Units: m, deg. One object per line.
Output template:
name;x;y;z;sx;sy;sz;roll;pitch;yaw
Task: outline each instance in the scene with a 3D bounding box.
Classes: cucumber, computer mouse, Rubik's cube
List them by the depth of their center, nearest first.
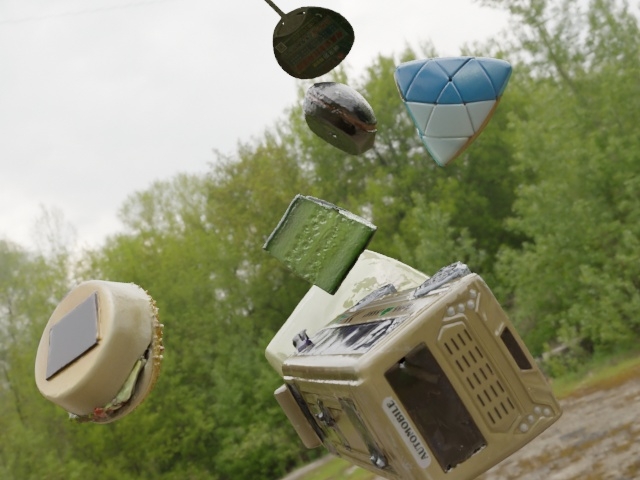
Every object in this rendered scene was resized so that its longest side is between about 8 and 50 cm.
cucumber;0.000;0.000;0.987;0.115;0.116;0.062;-57;-5;7
Rubik's cube;0.246;-0.274;1.559;0.254;0.254;0.254;-22;-9;-4
computer mouse;0.051;-0.288;1.710;0.116;0.183;0.323;-55;-3;0

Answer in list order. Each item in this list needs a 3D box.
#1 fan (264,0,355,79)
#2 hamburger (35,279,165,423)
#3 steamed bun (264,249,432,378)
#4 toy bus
fan;-0.064;-0.524;1.912;0.294;0.012;0.223;15;-46;-10
hamburger;-0.442;0.223;1.492;0.302;0.302;0.170;-28;-40;28
steamed bun;0.135;0.227;1.461;0.371;0.456;0.290;-53;-26;-11
toy bus;0.065;0.124;0.645;0.157;0.139;0.289;-32;2;-18
